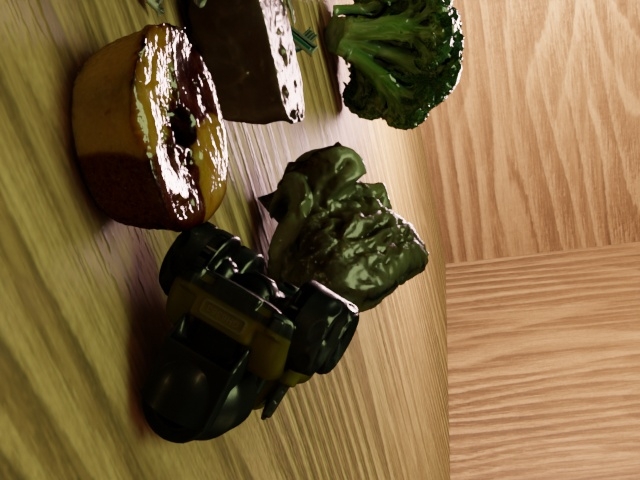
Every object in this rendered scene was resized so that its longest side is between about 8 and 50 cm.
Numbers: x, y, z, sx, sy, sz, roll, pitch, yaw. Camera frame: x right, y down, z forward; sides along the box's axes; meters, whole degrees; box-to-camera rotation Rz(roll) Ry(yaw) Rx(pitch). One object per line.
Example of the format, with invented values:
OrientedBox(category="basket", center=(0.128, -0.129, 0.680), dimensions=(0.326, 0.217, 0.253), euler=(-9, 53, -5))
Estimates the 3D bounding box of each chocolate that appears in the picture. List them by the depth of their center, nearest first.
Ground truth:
OrientedBox(category="chocolate", center=(-0.083, -0.221, 1.081), dimensions=(0.148, 0.093, 0.214), euler=(-52, 133, -72))

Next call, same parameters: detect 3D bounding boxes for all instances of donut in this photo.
OrientedBox(category="donut", center=(-0.132, -0.085, 0.801), dimensions=(0.184, 0.073, 0.166), euler=(-68, 150, -66))

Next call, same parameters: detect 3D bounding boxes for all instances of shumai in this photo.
OrientedBox(category="shumai", center=(0.001, 0.002, 1.261), dimensions=(0.218, 0.189, 0.256), euler=(65, 28, -2))

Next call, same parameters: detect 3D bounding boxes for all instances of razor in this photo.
OrientedBox(category="razor", center=(-0.030, -0.300, 1.541), dimensions=(0.068, 0.037, 0.191), euler=(40, 13, -3))

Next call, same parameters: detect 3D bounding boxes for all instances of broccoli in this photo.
OrientedBox(category="broccoli", center=(0.127, -0.361, 1.899), dimensions=(0.308, 0.275, 0.308), euler=(-19, -113, 56))

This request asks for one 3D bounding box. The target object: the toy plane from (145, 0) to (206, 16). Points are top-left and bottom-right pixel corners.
OrientedBox(category="toy plane", center=(-0.138, -0.291, 0.903), dimensions=(0.234, 0.082, 0.160), euler=(32, 82, -50))

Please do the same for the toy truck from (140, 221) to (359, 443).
OrientedBox(category="toy truck", center=(-0.068, 0.094, 0.884), dimensions=(0.165, 0.147, 0.224), euler=(-61, 168, -3))
